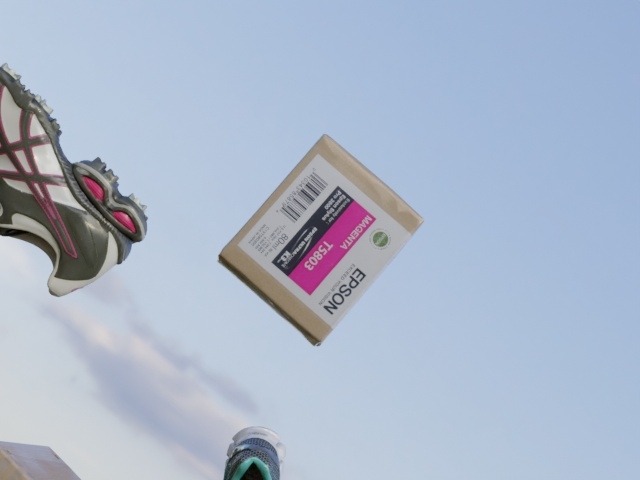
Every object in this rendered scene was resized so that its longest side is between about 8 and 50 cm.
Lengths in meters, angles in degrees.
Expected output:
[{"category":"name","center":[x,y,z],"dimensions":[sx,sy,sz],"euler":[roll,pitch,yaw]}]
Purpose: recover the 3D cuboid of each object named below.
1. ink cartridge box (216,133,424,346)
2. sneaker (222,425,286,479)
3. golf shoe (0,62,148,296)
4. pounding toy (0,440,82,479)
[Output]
[{"category":"ink cartridge box","center":[0.000,0.000,2.423],"dimensions":[0.193,0.234,0.088],"euler":[40,-9,1]},{"category":"sneaker","center":[-0.066,0.245,1.466],"dimensions":[0.065,0.166,0.076],"euler":[4,5,0]},{"category":"golf shoe","center":[-0.287,-0.073,1.622],"dimensions":[0.273,0.120,0.105],"euler":[46,-10,2]},{"category":"pounding toy","center":[-0.286,0.246,1.349],"dimensions":[0.094,0.181,0.206],"euler":[43,1,14]}]
